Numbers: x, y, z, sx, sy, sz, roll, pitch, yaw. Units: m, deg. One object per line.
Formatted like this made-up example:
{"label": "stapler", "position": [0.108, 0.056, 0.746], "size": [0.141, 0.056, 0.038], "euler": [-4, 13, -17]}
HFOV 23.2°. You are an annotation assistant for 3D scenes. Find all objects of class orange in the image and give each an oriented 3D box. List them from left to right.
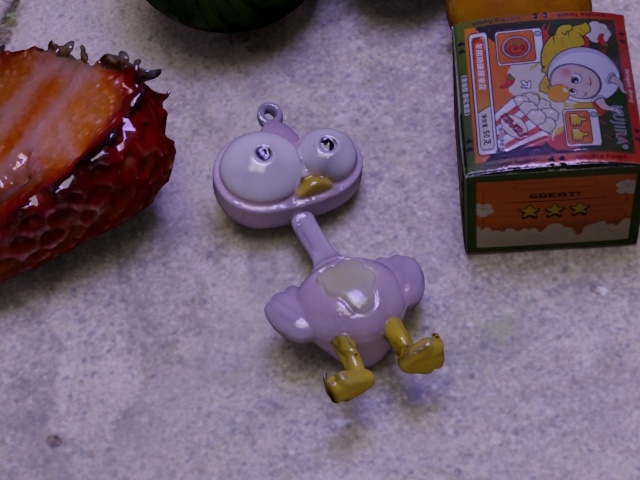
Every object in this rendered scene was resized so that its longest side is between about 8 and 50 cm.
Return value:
{"label": "orange", "position": [0.212, -0.256, 1.661], "size": [0.159, 0.136, 0.159], "euler": [1, 51, -2]}

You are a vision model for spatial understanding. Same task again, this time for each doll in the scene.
{"label": "doll", "position": [0.000, 0.000, 1.543], "size": [0.160, 0.094, 0.365], "euler": [-18, 57, -9]}

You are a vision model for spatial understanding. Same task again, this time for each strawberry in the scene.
{"label": "strawberry", "position": [-0.262, -0.064, 1.588], "size": [0.253, 0.150, 0.280], "euler": [-3, 56, 29]}

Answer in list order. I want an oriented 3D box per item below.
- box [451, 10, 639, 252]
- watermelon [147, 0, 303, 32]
{"label": "box", "position": [0.224, -0.109, 1.558], "size": [0.178, 0.148, 0.195], "euler": [-2, 56, 3]}
{"label": "watermelon", "position": [-0.103, -0.343, 1.699], "size": [0.242, 0.242, 0.242], "euler": [-3, 56, 4]}
